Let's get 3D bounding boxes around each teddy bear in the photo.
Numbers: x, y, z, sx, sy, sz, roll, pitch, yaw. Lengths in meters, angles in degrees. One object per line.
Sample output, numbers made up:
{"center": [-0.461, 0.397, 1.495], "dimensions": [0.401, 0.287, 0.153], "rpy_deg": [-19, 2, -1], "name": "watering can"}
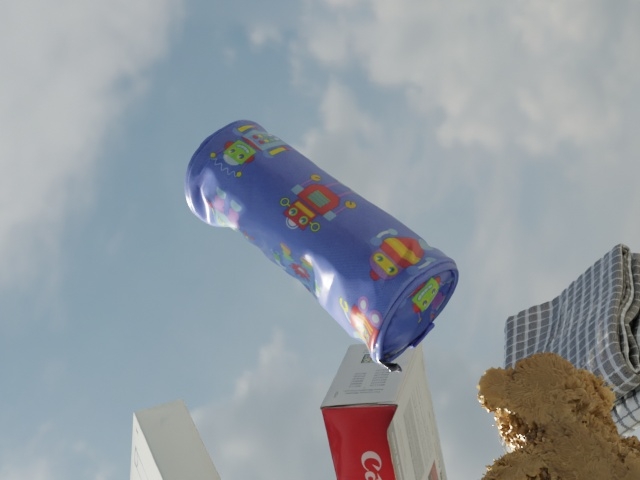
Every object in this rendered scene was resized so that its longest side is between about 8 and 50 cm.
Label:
{"center": [0.269, 0.266, 1.256], "dimensions": [0.245, 0.338, 0.113], "rpy_deg": [-28, -42, -21], "name": "teddy bear"}

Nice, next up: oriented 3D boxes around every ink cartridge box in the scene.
{"center": [0.102, 0.356, 1.977], "dimensions": [0.272, 0.130, 0.309], "rpy_deg": [-57, -41, -62], "name": "ink cartridge box"}

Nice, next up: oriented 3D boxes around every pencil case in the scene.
{"center": [0.000, 0.000, 1.259], "dimensions": [0.119, 0.306, 0.133], "rpy_deg": [-41, -31, -20], "name": "pencil case"}

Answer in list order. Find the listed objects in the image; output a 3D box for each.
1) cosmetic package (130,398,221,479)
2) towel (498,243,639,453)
{"center": [-0.229, 0.490, 2.083], "dimensions": [0.097, 0.284, 0.377], "rpy_deg": [-12, -41, -21], "name": "cosmetic package"}
{"center": [0.347, 0.155, 1.664], "dimensions": [0.235, 0.121, 0.283], "rpy_deg": [-48, 16, 34], "name": "towel"}
